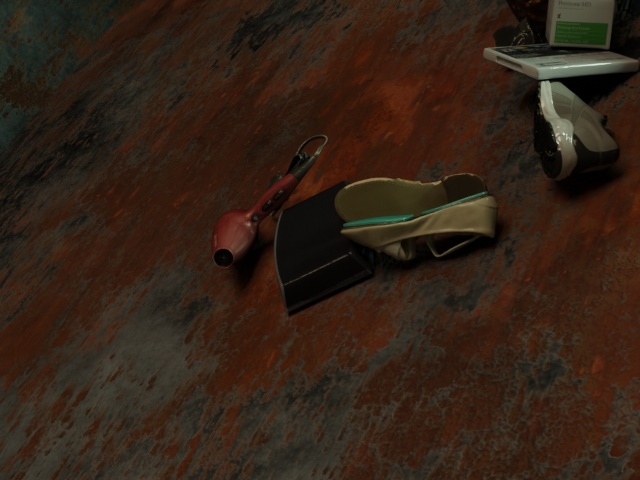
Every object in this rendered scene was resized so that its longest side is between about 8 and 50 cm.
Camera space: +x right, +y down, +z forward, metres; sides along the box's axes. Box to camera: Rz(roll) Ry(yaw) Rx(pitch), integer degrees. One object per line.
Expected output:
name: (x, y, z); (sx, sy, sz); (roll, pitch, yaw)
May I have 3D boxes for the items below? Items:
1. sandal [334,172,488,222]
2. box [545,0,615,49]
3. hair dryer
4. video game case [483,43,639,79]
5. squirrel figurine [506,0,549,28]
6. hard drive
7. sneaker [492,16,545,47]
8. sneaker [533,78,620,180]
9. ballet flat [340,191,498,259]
sandal: (0.149, -0.056, 1.765); (0.240, 0.079, 0.088); (-7, 80, 17)
box: (0.434, -0.373, 1.872); (0.101, 0.087, 0.102); (4, 21, 5)
hair dryer: (-0.111, -0.061, 1.936); (0.293, 0.080, 0.223); (-58, 6, -32)
video game case: (0.391, -0.295, 1.826); (0.190, 0.022, 0.173); (-8, 23, -19)
squirrel figurine: (0.496, -0.577, 2.022); (0.370, 0.281, 0.397); (-18, 48, 25)
hard drive: (0.000, 0.000, 1.830); (0.172, 0.054, 0.254); (-26, 30, 14)
sneaker: (0.354, -0.333, 1.985); (0.089, 0.051, 0.170); (-40, 38, 35)
sneaker: (0.379, -0.168, 1.684); (0.108, 0.100, 0.271); (-2, 29, 2)
ballet flat: (0.148, -0.010, 1.667); (0.248, 0.086, 0.086); (-12, 35, 26)
